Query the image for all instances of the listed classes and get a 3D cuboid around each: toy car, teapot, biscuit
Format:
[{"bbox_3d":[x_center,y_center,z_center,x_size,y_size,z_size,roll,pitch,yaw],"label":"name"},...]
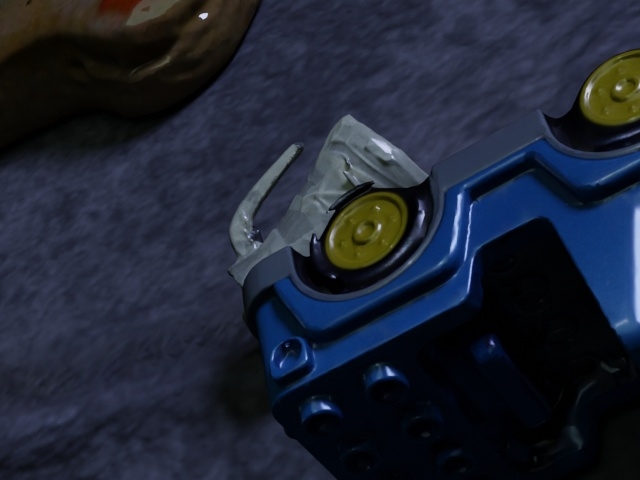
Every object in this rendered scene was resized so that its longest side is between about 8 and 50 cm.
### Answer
[{"bbox_3d":[0.073,0.025,0.424,0.191,0.097,0.100,-29,41,14],"label":"toy car"},{"bbox_3d":[0.000,0.000,0.551,0.067,0.057,0.083,39,86,19],"label":"teapot"},{"bbox_3d":[-0.207,-0.128,0.860,0.394,0.076,0.368,-24,37,20],"label":"biscuit"}]
